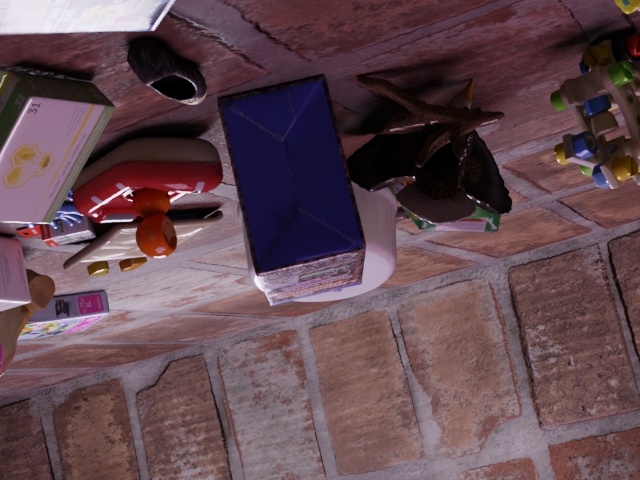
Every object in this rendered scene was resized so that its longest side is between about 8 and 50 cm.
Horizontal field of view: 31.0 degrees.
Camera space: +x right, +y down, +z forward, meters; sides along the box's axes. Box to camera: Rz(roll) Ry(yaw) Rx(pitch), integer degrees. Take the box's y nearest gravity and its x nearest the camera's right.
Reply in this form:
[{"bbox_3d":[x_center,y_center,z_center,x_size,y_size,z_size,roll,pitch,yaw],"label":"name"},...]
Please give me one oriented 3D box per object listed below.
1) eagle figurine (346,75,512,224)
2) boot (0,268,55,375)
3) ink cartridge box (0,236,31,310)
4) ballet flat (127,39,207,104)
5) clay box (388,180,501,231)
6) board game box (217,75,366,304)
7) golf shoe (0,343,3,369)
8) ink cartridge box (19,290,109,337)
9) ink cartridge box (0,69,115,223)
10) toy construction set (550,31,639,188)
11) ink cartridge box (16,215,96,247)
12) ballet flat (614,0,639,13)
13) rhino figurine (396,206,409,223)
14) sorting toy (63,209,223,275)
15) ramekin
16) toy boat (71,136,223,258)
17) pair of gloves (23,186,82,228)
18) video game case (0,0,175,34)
[{"bbox_3d":[0.164,-0.119,1.600,0.225,0.226,0.298,-32,167,-10],"label":"eagle figurine"},{"bbox_3d":[-0.591,0.163,1.989,0.211,0.104,0.295,-6,-142,54],"label":"boot"},{"bbox_3d":[-0.609,0.060,1.770,0.198,0.114,0.273,-16,169,17],"label":"ink cartridge box"},{"bbox_3d":[-0.168,-0.173,1.269,0.057,0.049,0.173,-15,169,13],"label":"ballet flat"},{"bbox_3d":[0.179,-0.083,1.779,0.127,0.053,0.222,1,-154,-17],"label":"clay box"},{"bbox_3d":[-0.034,-0.055,1.552,0.141,0.232,0.291,-13,170,-1],"label":"board game box"},{"bbox_3d":[-0.632,0.172,1.775,0.140,0.115,0.306,-6,168,34],"label":"golf shoe"},{"bbox_3d":[-0.633,0.173,2.489,0.311,0.065,0.186,-4,166,-32],"label":"ink cartridge box"},{"bbox_3d":[-0.351,-0.100,1.214,0.235,0.056,0.171,0,130,-54],"label":"ink cartridge box"},{"bbox_3d":[0.436,-0.166,1.582,0.151,0.215,0.328,-19,168,33],"label":"toy construction set"},{"bbox_3d":[-0.425,-0.010,1.860,0.115,0.029,0.063,-13,170,-3],"label":"ink cartridge box"},{"bbox_3d":[0.417,-0.285,1.318,0.231,0.077,0.077,-6,167,-33],"label":"ballet flat"},{"bbox_3d":[0.071,-0.044,2.158,0.243,0.073,0.106,-2,159,-35],"label":"rhino figurine"},{"bbox_3d":[-0.337,0.006,2.046,0.229,0.041,0.307,-11,170,-37],"label":"sorting toy"},{"bbox_3d":[0.000,0.000,1.954,0.277,0.135,0.277,-4,156,-2],"label":"ramekin"},{"bbox_3d":[-0.227,-0.050,1.563,0.151,0.151,0.231,-4,166,-43],"label":"toy boat"},{"bbox_3d":[-0.369,-0.054,1.724,0.198,0.023,0.159,-15,169,15],"label":"pair of gloves"},{"bbox_3d":[-0.201,-0.232,1.005,0.183,0.023,0.201,-7,167,-28],"label":"video game case"}]
